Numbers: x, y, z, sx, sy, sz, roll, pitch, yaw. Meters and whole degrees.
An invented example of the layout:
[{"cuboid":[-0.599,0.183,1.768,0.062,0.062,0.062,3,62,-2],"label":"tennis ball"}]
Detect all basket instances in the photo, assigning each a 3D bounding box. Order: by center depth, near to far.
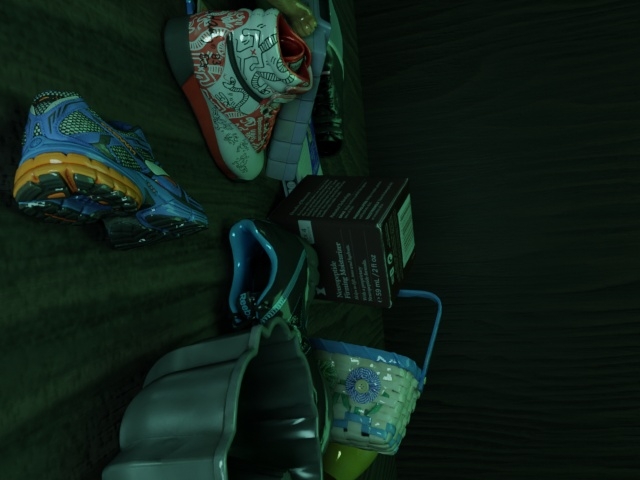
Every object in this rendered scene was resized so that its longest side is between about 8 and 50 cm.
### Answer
[{"cuboid":[0.074,0.214,1.049,0.201,0.254,0.289,66,33,-54],"label":"basket"}]

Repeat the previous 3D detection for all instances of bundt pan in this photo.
[{"cuboid":[-0.088,0.236,0.533,0.331,0.124,0.331,-4,90,-79],"label":"bundt pan"}]

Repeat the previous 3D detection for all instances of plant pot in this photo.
[{"cuboid":[0.031,0.409,1.119,0.095,0.134,0.134,-54,144,-37],"label":"plant pot"}]

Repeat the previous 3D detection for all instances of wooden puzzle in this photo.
[{"cuboid":[-0.144,-0.267,0.764,0.116,0.014,0.079,14,71,-78],"label":"wooden puzzle"}]

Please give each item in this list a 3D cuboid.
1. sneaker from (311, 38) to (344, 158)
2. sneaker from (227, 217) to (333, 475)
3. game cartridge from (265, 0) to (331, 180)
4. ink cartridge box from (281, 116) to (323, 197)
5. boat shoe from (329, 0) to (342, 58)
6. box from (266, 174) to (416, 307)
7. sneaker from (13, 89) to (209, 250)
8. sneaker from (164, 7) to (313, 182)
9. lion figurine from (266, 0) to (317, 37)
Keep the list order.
[{"cuboid":[0.008,-0.312,1.331,0.296,0.104,0.147,79,6,-49],"label":"sneaker"},{"cuboid":[-0.071,0.133,0.755,0.139,0.125,0.341,37,40,-56],"label":"sneaker"},{"cuboid":[-0.038,-0.293,0.915,0.230,0.068,0.355,114,-20,-45],"label":"game cartridge"},{"cuboid":[-0.039,-0.157,1.176,0.206,0.045,0.208,-78,160,-54],"label":"ink cartridge box"},{"cuboid":[-0.015,-0.498,1.352,0.095,0.084,0.258,-45,132,-44],"label":"boat shoe"},{"cuboid":[0.045,-0.004,1.034,0.167,0.203,0.168,-54,141,-49],"label":"box"},{"cuboid":[-0.150,-0.049,0.468,0.221,0.083,0.087,56,23,-75],"label":"sneaker"},{"cuboid":[-0.074,-0.166,0.733,0.270,0.145,0.090,69,20,-56],"label":"sneaker"},{"cuboid":[-0.094,-0.388,0.673,0.392,0.142,0.240,48,11,35],"label":"lion figurine"}]
